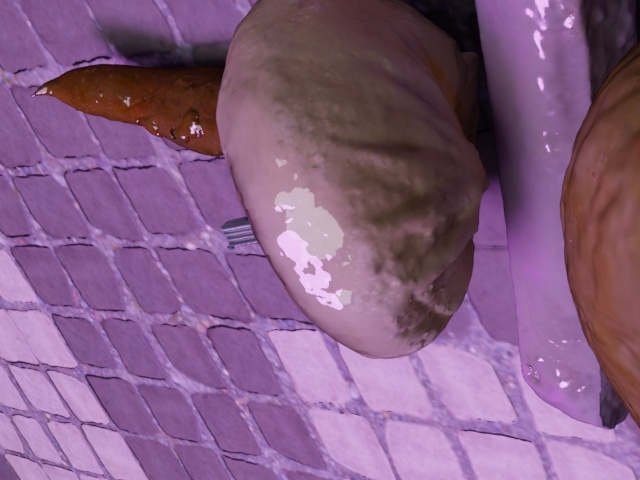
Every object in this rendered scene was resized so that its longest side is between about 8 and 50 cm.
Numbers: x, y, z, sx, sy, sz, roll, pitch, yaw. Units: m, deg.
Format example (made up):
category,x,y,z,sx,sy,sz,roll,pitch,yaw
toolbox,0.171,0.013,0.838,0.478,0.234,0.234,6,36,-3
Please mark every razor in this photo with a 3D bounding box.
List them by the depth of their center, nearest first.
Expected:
category,x,y,z,sx,sy,sz,roll,pitch,yaw
razor,0.003,-0.002,0.873,0.191,0.037,0.068,8,134,44

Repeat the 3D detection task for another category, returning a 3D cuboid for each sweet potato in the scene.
category,x,y,z,sx,sy,sz,roll,pitch,yaw
sweet potato,-0.085,-0.090,0.851,0.274,0.067,0.067,12,133,28

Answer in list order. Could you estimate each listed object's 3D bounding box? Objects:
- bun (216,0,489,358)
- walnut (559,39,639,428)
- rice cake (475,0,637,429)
category,x,y,z,sx,sy,sz,roll,pitch,yaw
bun,0.036,-0.049,0.673,0.128,0.222,0.222,-23,110,19
walnut,0.216,0.005,0.501,0.283,0.227,0.282,-22,-90,-87
rice cake,0.133,-0.046,0.673,0.070,0.064,0.399,22,139,39
